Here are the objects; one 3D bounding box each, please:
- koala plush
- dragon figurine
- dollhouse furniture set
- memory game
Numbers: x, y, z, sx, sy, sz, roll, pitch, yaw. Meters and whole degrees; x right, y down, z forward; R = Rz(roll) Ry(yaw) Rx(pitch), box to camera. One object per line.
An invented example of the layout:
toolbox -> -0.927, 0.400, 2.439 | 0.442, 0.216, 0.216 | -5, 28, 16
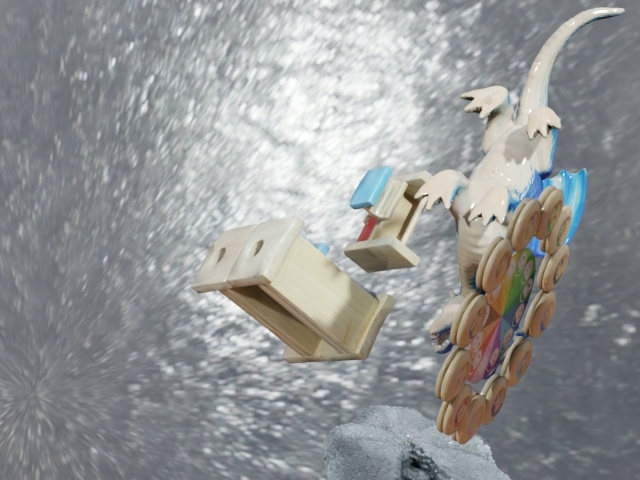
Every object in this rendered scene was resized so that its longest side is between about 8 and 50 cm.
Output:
koala plush -> 0.065, 0.287, 1.474 | 0.196, 0.203, 0.221 | 5, 114, -14
dragon figurine -> 0.151, -0.040, 1.228 | 0.085, 0.144, 0.289 | 16, 68, 27
dollhouse furniture set -> 0.000, 0.000, 1.455 | 0.129, 0.129, 0.183 | 40, 63, -25
memory game -> 0.125, 0.051, 1.069 | 0.012, 0.186, 0.186 | 24, 80, 23
